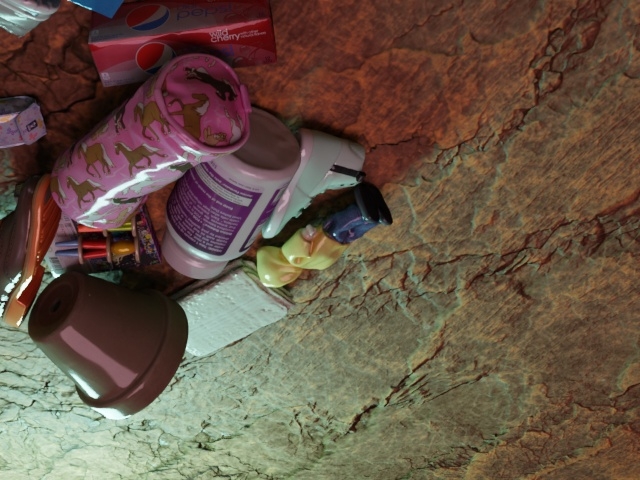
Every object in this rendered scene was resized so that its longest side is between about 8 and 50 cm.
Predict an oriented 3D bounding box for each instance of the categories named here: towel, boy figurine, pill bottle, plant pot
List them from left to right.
[{"bbox_3d":[-0.423,0.177,1.720,0.263,0.263,0.229,-29,134,23],"label":"plant pot"},{"bbox_3d":[-0.210,0.142,1.879,0.282,0.049,0.187,-27,135,22],"label":"towel"},{"bbox_3d":[-0.166,-0.072,1.543,0.169,0.169,0.301,14,135,-24],"label":"pill bottle"},{"bbox_3d":[0.000,0.000,1.713,0.285,0.092,0.177,-30,162,29],"label":"boy figurine"}]

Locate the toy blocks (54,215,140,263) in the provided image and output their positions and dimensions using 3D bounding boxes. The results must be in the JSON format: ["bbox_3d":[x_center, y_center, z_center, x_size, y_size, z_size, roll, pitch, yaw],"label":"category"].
[{"bbox_3d":[-0.398,-0.008,1.598,0.148,0.054,0.123,-3,140,-7],"label":"toy blocks"}]

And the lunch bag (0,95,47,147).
[{"bbox_3d":[-0.485,-0.189,1.441,0.083,0.053,0.071,-11,142,-11],"label":"lunch bag"}]

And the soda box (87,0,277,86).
[{"bbox_3d":[-0.200,-0.301,1.328,0.263,0.092,0.083,-9,139,0],"label":"soda box"}]

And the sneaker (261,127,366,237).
[{"bbox_3d":[-0.011,-0.085,1.613,0.151,0.094,0.256,8,138,-23],"label":"sneaker"}]

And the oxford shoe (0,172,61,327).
[{"bbox_3d":[-0.539,0.013,1.555,0.133,0.130,0.363,23,129,-9],"label":"oxford shoe"}]

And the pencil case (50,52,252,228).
[{"bbox_3d":[-0.263,-0.140,1.374,0.160,0.167,0.386,46,141,-16],"label":"pencil case"}]

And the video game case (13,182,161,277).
[{"bbox_3d":[-0.417,-0.027,1.648,0.210,0.041,0.232,-8,140,0],"label":"video game case"}]

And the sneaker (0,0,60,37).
[{"bbox_3d":[-0.500,-0.351,1.210,0.281,0.105,0.115,26,136,-30],"label":"sneaker"}]

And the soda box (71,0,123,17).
[{"bbox_3d":[-0.359,-0.381,1.210,0.210,0.067,0.071,18,135,-36],"label":"soda box"}]
